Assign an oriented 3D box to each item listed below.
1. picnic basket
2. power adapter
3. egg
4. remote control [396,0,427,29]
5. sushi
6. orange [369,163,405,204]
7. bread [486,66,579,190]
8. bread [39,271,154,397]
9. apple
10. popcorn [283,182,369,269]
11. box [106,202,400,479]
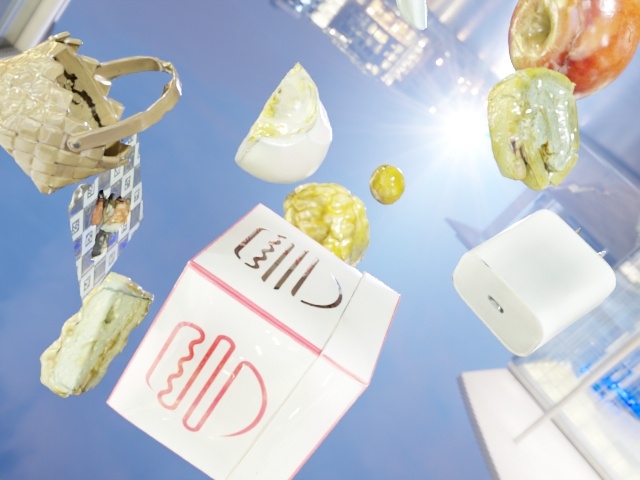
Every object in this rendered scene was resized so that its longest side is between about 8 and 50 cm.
[{"bbox_3d":[-0.227,-0.137,0.683,0.137,0.179,0.128,68,-169,-48],"label":"picnic basket"},{"bbox_3d":[0.382,0.056,1.165,0.255,0.124,0.187,-27,-116,-27],"label":"power adapter"},{"bbox_3d":[-0.063,-0.219,1.467,0.162,0.206,0.271,34,-133,-15],"label":"egg"},{"bbox_3d":[0.160,-0.440,1.211,0.293,0.051,0.103,-74,-21,-66],"label":"remote control"},{"bbox_3d":[-0.538,-0.065,1.649,0.069,0.320,0.339,16,-134,5],"label":"sushi"},{"bbox_3d":[0.151,-0.130,1.560,0.085,0.085,0.095,-100,-3,-61],"label":"orange"},{"bbox_3d":[0.275,-0.141,0.872,0.118,0.156,0.064,-10,-178,-19],"label":"bread"},{"bbox_3d":[-0.407,0.166,1.211,0.088,0.232,0.128,33,179,34],"label":"bread"},{"bbox_3d":[0.500,-0.403,1.331,0.207,0.271,0.251,1,-138,-19],"label":"apple"},{"bbox_3d":[0.000,0.000,1.452,0.190,0.250,0.250,23,-171,27],"label":"popcorn"},{"bbox_3d":[-0.094,0.173,1.090,0.300,0.312,0.314,34,-156,2],"label":"box"}]
